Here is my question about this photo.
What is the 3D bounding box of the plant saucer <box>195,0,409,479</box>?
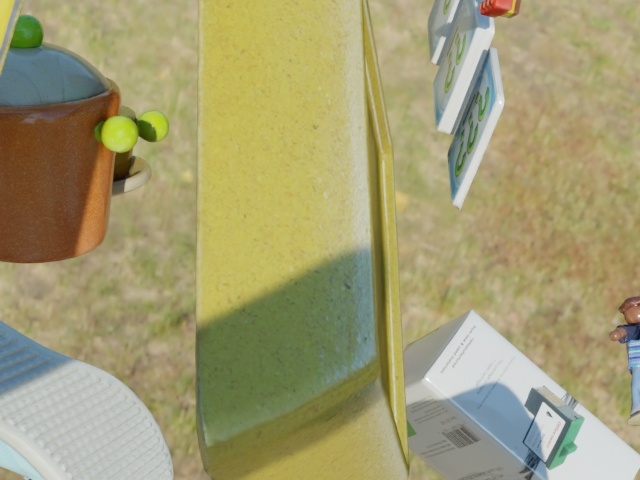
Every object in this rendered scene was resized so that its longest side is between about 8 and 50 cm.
[{"bbox_3d":[0.000,0.000,0.793,0.081,0.333,0.333,-4,67,7],"label":"plant saucer"}]

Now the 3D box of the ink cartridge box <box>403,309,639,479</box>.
[{"bbox_3d":[0.171,0.184,1.312,0.219,0.160,0.092,41,65,-4],"label":"ink cartridge box"}]

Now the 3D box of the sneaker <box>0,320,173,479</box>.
[{"bbox_3d":[-0.308,0.176,1.418,0.366,0.150,0.135,44,56,-31],"label":"sneaker"}]

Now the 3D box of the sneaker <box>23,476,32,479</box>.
[{"bbox_3d":[-0.345,0.305,1.716,0.038,0.098,0.069,-19,66,16],"label":"sneaker"}]

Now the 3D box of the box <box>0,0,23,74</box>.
[{"bbox_3d":[-0.205,0.039,0.453,0.079,0.257,0.322,24,69,-30],"label":"box"}]

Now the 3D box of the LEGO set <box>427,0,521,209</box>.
[{"bbox_3d":[0.085,-0.165,0.727,0.060,0.244,0.182,11,42,-9],"label":"LEGO set"}]

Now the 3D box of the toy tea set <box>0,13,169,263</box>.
[{"bbox_3d":[-0.251,-0.070,0.765,0.336,0.124,0.200,-2,19,-7],"label":"toy tea set"}]

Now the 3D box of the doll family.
[{"bbox_3d":[0.288,0.114,1.077,0.076,0.193,0.111,-13,54,29],"label":"doll family"}]
